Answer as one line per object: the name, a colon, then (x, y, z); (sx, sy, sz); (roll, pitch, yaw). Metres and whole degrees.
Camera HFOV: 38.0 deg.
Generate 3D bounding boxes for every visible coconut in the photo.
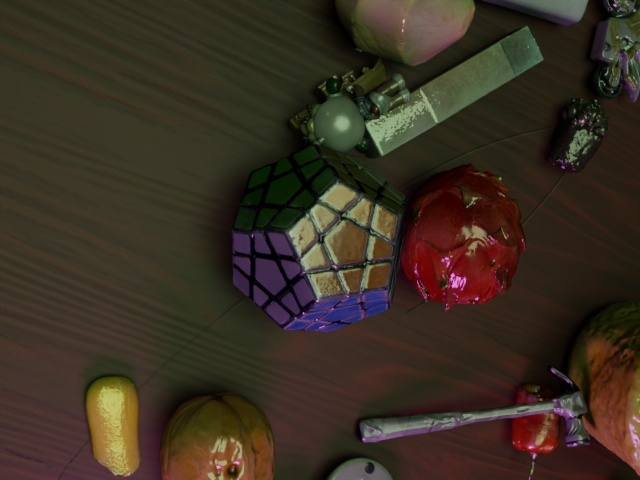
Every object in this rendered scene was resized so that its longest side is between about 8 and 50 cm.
coconut: (0.148, -0.406, 1.585); (0.237, 0.237, 0.197); (32, 79, -15)

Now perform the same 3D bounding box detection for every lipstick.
lipstick: (0.233, -0.272, 1.701); (0.371, 0.080, 0.076); (-31, 100, -13)

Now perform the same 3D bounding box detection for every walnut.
walnut: (-0.168, 0.365, 1.542); (0.195, 0.195, 0.222); (-3, 88, -17)

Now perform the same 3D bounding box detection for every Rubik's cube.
Rubik's cube: (0.000, 0.000, 1.539); (0.319, 0.319, 0.264); (-9, 69, -17)

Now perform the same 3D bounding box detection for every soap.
soap: (-0.349, 0.312, 1.564); (0.089, 0.033, 0.168); (-1, 92, -15)

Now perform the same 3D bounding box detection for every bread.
bread: (0.642, 0.279, 1.725); (0.348, 0.308, 0.348); (-3, 97, -22)

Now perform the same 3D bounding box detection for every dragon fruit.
dragon fruit: (0.249, -0.006, 1.639); (0.241, 0.241, 0.252); (15, 106, -17)

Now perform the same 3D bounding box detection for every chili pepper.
chili pepper: (0.409, 0.370, 1.769); (0.084, 0.086, 0.192); (11, 85, -23)

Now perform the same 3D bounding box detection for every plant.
plant: (0.495, -0.202, 1.778); (0.092, 0.094, 0.143); (25, 89, -5)

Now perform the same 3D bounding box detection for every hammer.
hammer: (0.280, 0.332, 1.706); (0.427, 0.044, 0.152); (-9, 76, -5)

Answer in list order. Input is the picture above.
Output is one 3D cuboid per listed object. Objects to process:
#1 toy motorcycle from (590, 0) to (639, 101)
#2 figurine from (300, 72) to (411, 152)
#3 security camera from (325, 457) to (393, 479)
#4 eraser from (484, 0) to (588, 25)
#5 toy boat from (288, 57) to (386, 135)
toy motorcycle: (0.605, -0.382, 1.815); (0.152, 0.073, 0.225); (6, 89, -20)
figurine: (0.057, -0.216, 1.576); (0.197, 0.093, 0.147); (-34, 116, -12)
security camera: (0.005, 0.507, 1.661); (0.301, 0.080, 0.157); (-31, 98, -24)
eraser: (0.362, -0.525, 1.721); (0.290, 0.104, 0.189); (11, 83, -18)
toy boat: (0.031, -0.258, 1.651); (0.206, 0.064, 0.072); (-38, 84, -13)
